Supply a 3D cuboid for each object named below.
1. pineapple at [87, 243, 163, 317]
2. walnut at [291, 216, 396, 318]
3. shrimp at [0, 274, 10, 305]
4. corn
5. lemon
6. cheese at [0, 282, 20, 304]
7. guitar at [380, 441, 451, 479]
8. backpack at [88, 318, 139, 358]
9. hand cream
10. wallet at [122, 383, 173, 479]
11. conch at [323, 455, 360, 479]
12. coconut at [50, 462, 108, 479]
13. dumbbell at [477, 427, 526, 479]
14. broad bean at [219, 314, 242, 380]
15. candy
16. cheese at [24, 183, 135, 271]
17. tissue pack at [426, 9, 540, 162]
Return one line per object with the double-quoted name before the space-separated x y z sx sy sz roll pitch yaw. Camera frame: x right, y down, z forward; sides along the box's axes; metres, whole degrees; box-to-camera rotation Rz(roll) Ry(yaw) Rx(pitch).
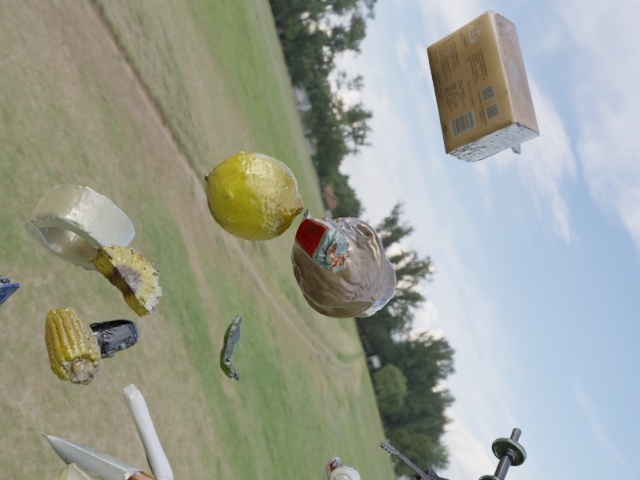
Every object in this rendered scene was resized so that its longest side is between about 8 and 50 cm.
"pineapple" -0.512 0.096 1.756 0.233 0.079 0.135 51 36 -2
"walnut" 0.053 0.069 1.543 0.273 0.227 0.273 58 -6 10
"shrimp" -0.727 0.144 1.343 0.076 0.174 0.082 54 3 31
"corn" -0.496 0.203 1.270 0.261 0.097 0.097 37 -30 55
"lemon" -0.149 -0.097 1.407 0.192 0.231 0.192 18 90 -89
"cheese" -0.562 0.096 0.926 0.064 0.156 0.250 60 25 11
"guitar" 0.222 0.530 1.440 0.233 0.025 0.088 41 38 -7
"backpack" -0.597 0.279 1.803 0.120 0.165 0.106 156 -73 -78
"hand cream" -0.507 0.534 1.468 0.089 0.314 0.140 -59 154 -32
"wallet" -0.316 0.356 1.167 0.095 0.033 0.190 4 -66 66
"conch" 0.064 0.619 1.695 0.176 0.104 0.094 -26 131 -71
"coconut" -0.344 0.418 0.872 0.224 0.224 0.224 -17 90 -89
"dumbbell" 0.405 0.512 1.425 0.254 0.081 0.082 -44 125 -46
"broad bean" -0.266 0.316 1.892 0.046 0.061 0.195 131 -38 -59
"candy" -0.001 0.000 1.334 0.059 0.086 0.292 26 6 -24
"cheese" -0.780 -0.042 2.059 0.292 0.332 0.153 58 43 -45
"tissue pack" 0.431 -0.374 1.622 0.238 0.238 0.306 69 13 -75
